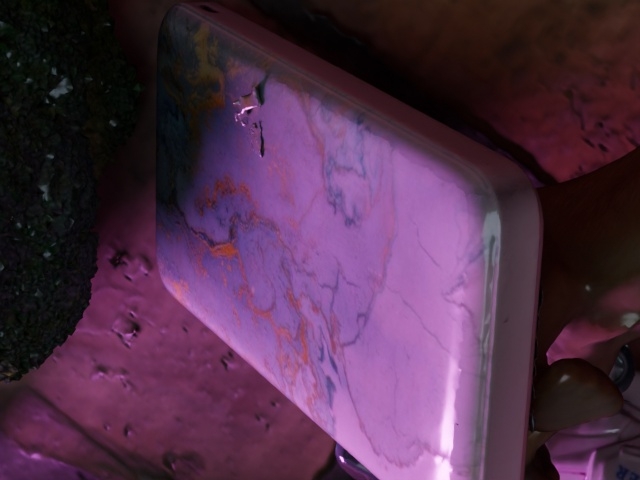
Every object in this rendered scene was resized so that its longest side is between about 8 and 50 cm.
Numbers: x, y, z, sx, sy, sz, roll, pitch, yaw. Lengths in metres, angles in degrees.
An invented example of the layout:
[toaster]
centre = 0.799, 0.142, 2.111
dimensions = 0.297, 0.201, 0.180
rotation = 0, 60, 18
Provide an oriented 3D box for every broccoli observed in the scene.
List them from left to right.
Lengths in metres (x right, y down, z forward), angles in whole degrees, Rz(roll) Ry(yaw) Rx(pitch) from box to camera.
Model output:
[broccoli]
centre = -0.216, -0.046, 0.832
dimensions = 0.245, 0.265, 0.294
rotation = 34, 153, 39

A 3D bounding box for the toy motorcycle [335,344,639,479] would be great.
[toy motorcycle]
centre = 0.101, 0.118, 0.814
dimensions = 0.221, 0.102, 0.150
rotation = 29, 82, 16

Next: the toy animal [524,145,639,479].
[toy animal]
centre = 0.145, -0.006, 0.729
dimensions = 0.312, 0.157, 0.097
rotation = -32, 132, 21

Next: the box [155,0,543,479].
[box]
centre = 0.000, 0.000, 0.759
dimensions = 0.285, 0.044, 0.142
rotation = 35, 129, 56
